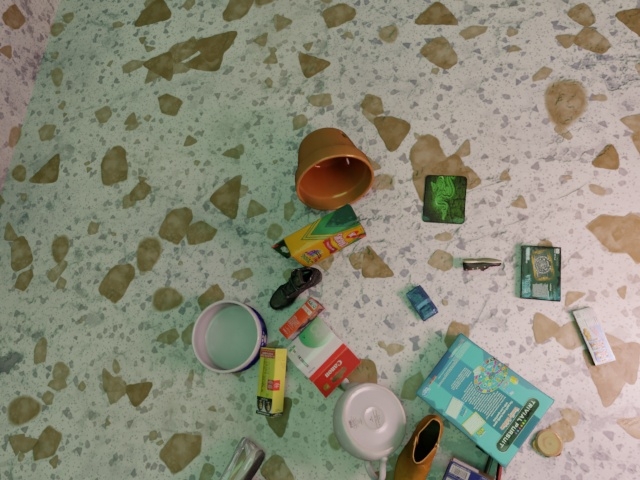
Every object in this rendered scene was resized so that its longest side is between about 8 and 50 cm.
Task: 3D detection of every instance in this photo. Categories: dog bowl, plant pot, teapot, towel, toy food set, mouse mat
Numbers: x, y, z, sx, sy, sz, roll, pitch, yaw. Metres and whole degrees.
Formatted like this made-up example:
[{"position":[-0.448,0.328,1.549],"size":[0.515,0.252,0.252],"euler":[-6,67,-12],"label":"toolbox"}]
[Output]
[{"position":[-0.335,0.356,1.797],"size":[0.265,0.104,0.264],"euler":[-3,75,13],"label":"dog bowl"},{"position":[0.034,-0.280,1.811],"size":[0.291,0.291,0.203],"euler":[-20,54,7],"label":"plant pot"},{"position":[0.146,0.601,1.577],"size":[0.253,0.187,0.256],"euler":[32,54,3],"label":"teapot"},{"position":[0.358,0.220,1.708],"size":[0.067,0.029,0.119],"euler":[-33,70,2],"label":"towel"},{"position":[0.714,0.634,1.512],"size":[0.083,0.020,0.083],"euler":[28,83,19],"label":"toy food set"},{"position":[0.462,-0.154,1.800],"size":[0.153,0.007,0.189],"euler":[4,75,15],"label":"mouse mat"}]

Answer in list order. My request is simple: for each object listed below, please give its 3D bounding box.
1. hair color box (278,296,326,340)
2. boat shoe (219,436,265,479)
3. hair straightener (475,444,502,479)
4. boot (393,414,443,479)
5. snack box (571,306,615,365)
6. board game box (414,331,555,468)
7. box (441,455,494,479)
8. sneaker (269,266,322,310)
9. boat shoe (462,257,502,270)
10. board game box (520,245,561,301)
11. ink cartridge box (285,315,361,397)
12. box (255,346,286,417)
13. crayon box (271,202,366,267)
[{"position":[-0.064,0.287,1.756],"size":[0.167,0.093,0.053],"euler":[-47,67,-2],"label":"hair color box"},{"position":[-0.322,0.837,1.659],"size":[0.103,0.118,0.320],"euler":[31,80,25],"label":"boat shoe"},{"position":[0.539,0.653,1.534],"size":[0.089,0.047,0.230],"euler":[12,78,16],"label":"hair straightener"},{"position":[0.294,0.677,1.499],"size":[0.104,0.211,0.295],"euler":[23,82,19],"label":"boot"},{"position":[0.880,0.307,1.562],"size":[0.064,0.022,0.178],"euler":[-17,71,7],"label":"snack box"},{"position":[0.515,0.500,1.542],"size":[0.336,0.079,0.253],"euler":[36,86,28],"label":"board game box"},{"position":[0.431,0.804,1.503],"size":[0.136,0.036,0.225],"euler":[22,98,18],"label":"box"},{"position":[-0.106,0.170,1.782],"size":[0.228,0.130,0.087],"euler":[-34,68,5],"label":"sneaker"},{"position":[0.564,0.084,1.691],"size":[0.133,0.049,0.042],"euler":[-3,102,6],"label":"boat shoe"},{"position":[0.748,0.110,1.646],"size":[0.126,0.026,0.186],"euler":[4,76,15],"label":"board game box"},{"position":[0.002,0.407,1.706],"size":[0.181,0.056,0.225],"euler":[-45,55,-2],"label":"ink cartridge box"},{"position":[-0.174,0.499,1.718],"size":[0.087,0.058,0.232],"euler":[-4,78,41],"label":"box"},{"position":[0.000,0.000,1.766],"size":[0.319,0.202,0.081],"euler":[-28,70,6],"label":"crayon box"}]
